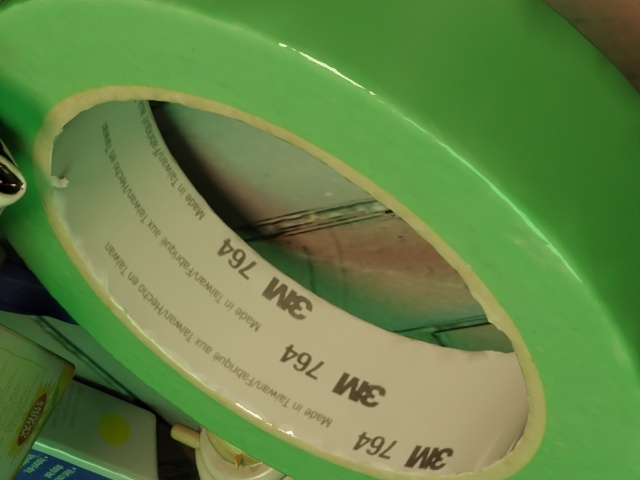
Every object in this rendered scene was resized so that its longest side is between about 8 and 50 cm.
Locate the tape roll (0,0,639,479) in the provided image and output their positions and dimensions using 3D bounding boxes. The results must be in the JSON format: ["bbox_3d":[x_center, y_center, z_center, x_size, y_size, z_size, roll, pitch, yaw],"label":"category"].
[{"bbox_3d":[0.000,0.000,0.618,0.321,0.077,0.321,26,150,17],"label":"tape roll"}]

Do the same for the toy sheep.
[{"bbox_3d":[-0.036,0.128,0.902,0.091,0.091,0.132,-3,157,19],"label":"toy sheep"}]

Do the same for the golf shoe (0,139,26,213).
[{"bbox_3d":[-0.165,-0.017,0.611,0.086,0.067,0.186,17,158,0],"label":"golf shoe"}]

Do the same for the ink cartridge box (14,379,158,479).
[{"bbox_3d":[-0.245,0.168,1.032,0.307,0.072,0.303,25,142,-22],"label":"ink cartridge box"}]

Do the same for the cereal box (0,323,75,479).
[{"bbox_3d":[-0.195,0.112,0.697,0.047,0.173,0.240,28,171,7],"label":"cereal box"}]

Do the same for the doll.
[{"bbox_3d":[-0.094,0.044,0.816,0.189,0.046,0.129,14,169,-8],"label":"doll"}]
